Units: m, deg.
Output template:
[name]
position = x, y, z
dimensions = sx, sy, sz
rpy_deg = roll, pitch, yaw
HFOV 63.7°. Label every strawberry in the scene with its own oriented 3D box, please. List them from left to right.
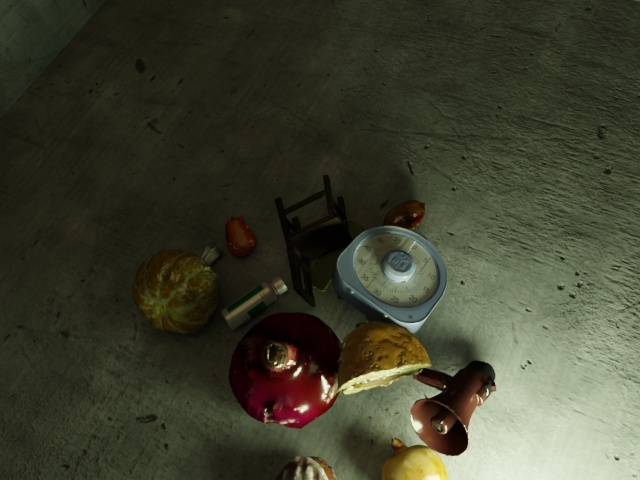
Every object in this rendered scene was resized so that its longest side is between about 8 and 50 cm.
[strawberry]
position = -0.330, -0.010, 2.108
dimensions = 0.121, 0.082, 0.188
rpy_deg = -6, 51, -17

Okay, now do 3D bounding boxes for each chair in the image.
[chair]
position = 0.000, 0.000, 1.941
dimensions = 0.241, 0.203, 0.416
rpy_deg = -22, 57, 10

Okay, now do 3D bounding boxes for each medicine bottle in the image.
[medicine bottle]
position = -0.249, 0.232, 1.959
dimensions = 0.260, 0.095, 0.095
rpy_deg = -35, 64, -8

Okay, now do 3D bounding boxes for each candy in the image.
[candy]
position = -0.042, 0.822, 1.600
dimensions = 0.214, 0.157, 0.289
rpy_deg = -10, 69, 19

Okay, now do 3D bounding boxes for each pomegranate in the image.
[pomegranate]
position = 0.288, 0.733, 1.583
dimensions = 0.207, 0.207, 0.207
rpy_deg = -3, 63, 6

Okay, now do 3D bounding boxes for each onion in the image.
[onion]
position = -0.127, 0.393, 1.681
dimensions = 0.399, 0.420, 0.398
rpy_deg = -7, 58, 12

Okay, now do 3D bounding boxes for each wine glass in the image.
[wine glass]
position = -0.464, 0.088, 2.075
dimensions = 0.072, 0.072, 0.155
rpy_deg = 28, 71, 20

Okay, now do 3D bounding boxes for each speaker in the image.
[speaker]
position = 0.414, 0.518, 1.667
dimensions = 0.329, 0.259, 0.198
rpy_deg = -30, 93, -50

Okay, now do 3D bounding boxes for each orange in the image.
[orange]
position = -0.531, 0.190, 1.912
dimensions = 0.329, 0.329, 0.249
rpy_deg = 21, 30, 17

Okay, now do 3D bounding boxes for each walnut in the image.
[walnut]
position = 0.336, -0.092, 2.035
dimensions = 0.207, 0.115, 0.116
rpy_deg = -35, 64, -18

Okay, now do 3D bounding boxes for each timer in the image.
[timer]
position = 0.265, 0.108, 1.819
dimensions = 0.395, 0.173, 0.394
rpy_deg = 3, 57, -5

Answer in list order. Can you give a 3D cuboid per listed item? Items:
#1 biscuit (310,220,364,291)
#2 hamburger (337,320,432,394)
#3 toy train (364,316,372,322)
[biscuit]
position = 0.061, 0.057, 2.030
dimensions = 0.099, 0.038, 0.322
rpy_deg = 24, 68, 26
[hamburger]
position = 0.181, 0.355, 1.663
dimensions = 0.330, 0.162, 0.209
rpy_deg = -8, 57, -24
[toy train]
position = 0.199, 0.193, 1.917
dimensions = 0.157, 0.105, 0.253
rpy_deg = -27, 64, -21
